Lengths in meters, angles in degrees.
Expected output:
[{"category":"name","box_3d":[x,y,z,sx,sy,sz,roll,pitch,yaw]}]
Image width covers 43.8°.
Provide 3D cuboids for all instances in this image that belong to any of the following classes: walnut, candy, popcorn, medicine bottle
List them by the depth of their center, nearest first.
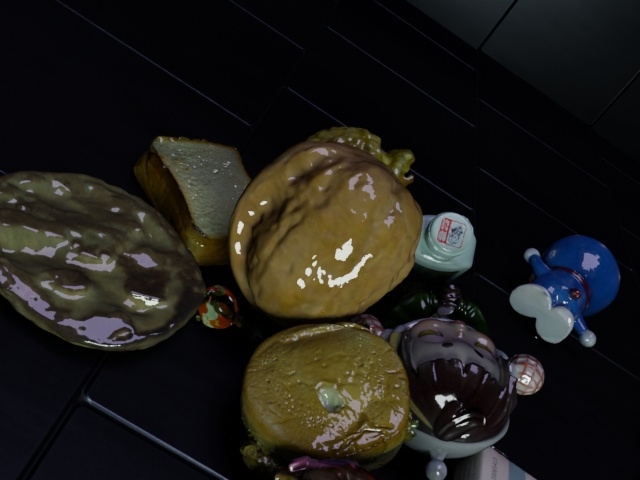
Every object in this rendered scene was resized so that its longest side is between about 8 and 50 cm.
[{"category":"walnut","box_3d":[0.000,0.000,1.024,0.257,0.257,0.224,23,18,-23]},{"category":"candy","box_3d":[-0.081,0.121,1.032,0.185,0.049,0.055,36,60,-19]},{"category":"medicine bottle","box_3d":[0.176,0.015,1.256,0.121,0.229,0.083,15,74,-3]},{"category":"popcorn","box_3d":[0.044,-0.081,1.259,0.189,0.218,0.169,14,61,9]}]

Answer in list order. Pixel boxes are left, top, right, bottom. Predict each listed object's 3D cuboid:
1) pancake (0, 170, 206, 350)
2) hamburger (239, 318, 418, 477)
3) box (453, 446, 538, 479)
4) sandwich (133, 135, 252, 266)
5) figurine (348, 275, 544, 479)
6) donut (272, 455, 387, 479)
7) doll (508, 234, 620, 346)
[{"category":"pancake","box_3d":[-0.274,0.018,0.955,0.294,0.049,0.294,23,32,-16]},{"category":"hamburger","box_3d":[-0.001,0.191,0.911,0.215,0.122,0.189,-16,50,-25]},{"category":"box","box_3d":[0.237,0.414,0.922,0.200,0.065,0.343,35,30,-3]},{"category":"sandwich","box_3d":[-0.158,-0.057,1.164,0.186,0.065,0.214,-1,48,-46]},{"category":"figurine","box_3d":[0.163,0.166,1.105,0.281,0.167,0.370,14,24,-3]},{"category":"donut","box_3d":[0.056,0.363,0.698,0.259,0.136,0.345,15,36,-10]},{"category":"doll","box_3d":[0.476,0.099,1.547,0.257,0.161,0.215,-28,81,-40]}]
